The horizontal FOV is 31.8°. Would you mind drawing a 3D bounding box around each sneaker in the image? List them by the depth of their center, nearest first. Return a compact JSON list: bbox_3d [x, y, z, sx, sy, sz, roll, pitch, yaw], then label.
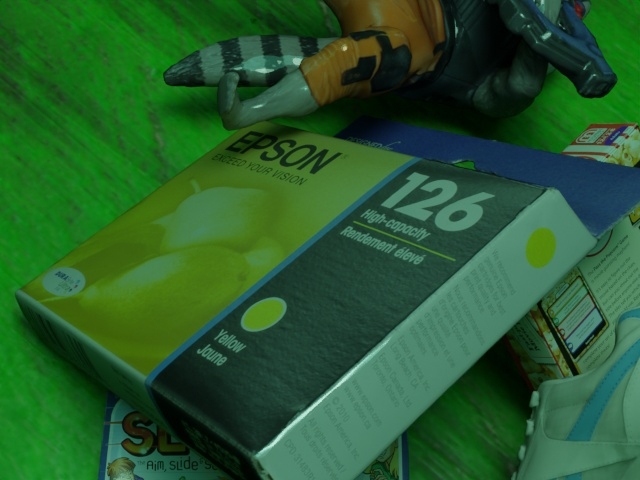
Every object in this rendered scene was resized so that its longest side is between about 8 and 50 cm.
[{"bbox_3d":[0.161,0.138,0.684,0.087,0.228,0.092,7,40,-43],"label":"sneaker"}]

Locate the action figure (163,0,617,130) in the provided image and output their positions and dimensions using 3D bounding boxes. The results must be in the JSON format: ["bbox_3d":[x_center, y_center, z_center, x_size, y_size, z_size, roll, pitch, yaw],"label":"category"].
[{"bbox_3d":[0.053,-0.192,0.859,0.330,0.178,0.341,2,48,-25],"label":"action figure"}]

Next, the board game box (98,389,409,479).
[{"bbox_3d":[-0.043,0.165,0.729,0.201,0.035,0.136,3,63,-6],"label":"board game box"}]

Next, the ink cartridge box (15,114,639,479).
[{"bbox_3d":[0.000,0.000,0.705,0.307,0.072,0.303,-42,33,-21],"label":"ink cartridge box"}]

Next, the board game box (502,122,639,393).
[{"bbox_3d":[0.191,0.041,0.754,0.147,0.045,0.193,-40,115,-24],"label":"board game box"}]
